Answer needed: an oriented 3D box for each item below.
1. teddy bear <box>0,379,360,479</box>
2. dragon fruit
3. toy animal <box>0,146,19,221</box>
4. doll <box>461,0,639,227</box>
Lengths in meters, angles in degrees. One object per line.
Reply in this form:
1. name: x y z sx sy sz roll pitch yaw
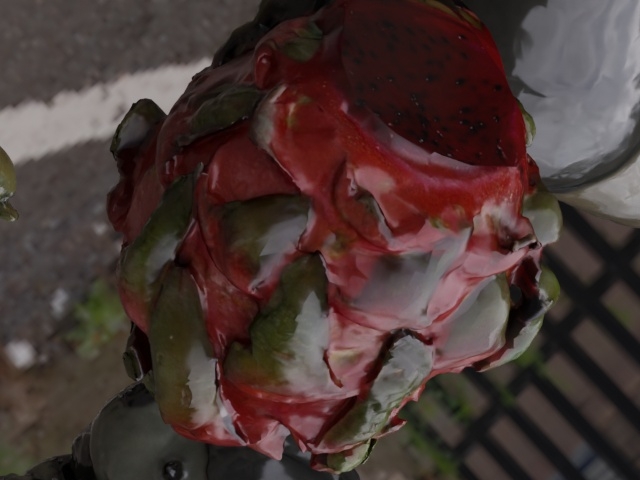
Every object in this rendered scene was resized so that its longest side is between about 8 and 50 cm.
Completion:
1. teddy bear: -0.075 0.134 0.909 0.251 0.144 0.171 -29 -167 15
2. dragon fruit: 0.000 0.000 0.667 0.172 0.160 0.166 -48 174 40
3. toy animal: -0.238 -0.083 1.031 0.103 0.218 0.101 -40 170 21
4. doll: 0.237 -0.156 0.924 0.379 0.252 0.382 -27 139 23
